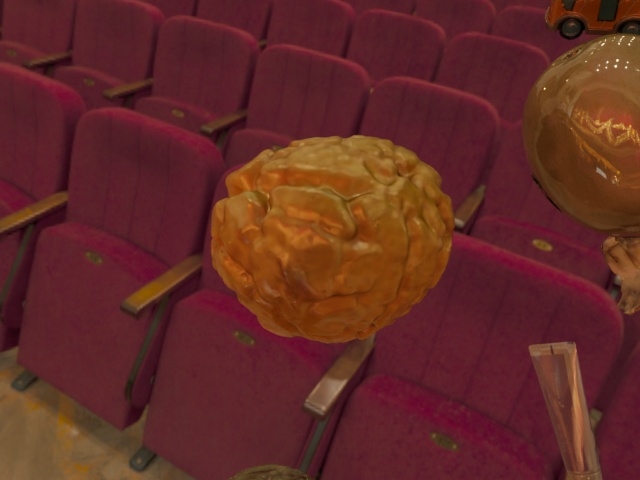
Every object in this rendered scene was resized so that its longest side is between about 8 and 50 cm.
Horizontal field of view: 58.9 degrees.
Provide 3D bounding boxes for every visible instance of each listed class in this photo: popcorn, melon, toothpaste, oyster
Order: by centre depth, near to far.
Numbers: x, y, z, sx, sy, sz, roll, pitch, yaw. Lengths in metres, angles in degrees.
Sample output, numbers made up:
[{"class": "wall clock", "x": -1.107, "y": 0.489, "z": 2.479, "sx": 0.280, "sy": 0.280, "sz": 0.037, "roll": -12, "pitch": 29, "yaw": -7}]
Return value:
[{"class": "melon", "x": 0.466, "y": -0.149, "z": 0.889, "sx": 0.269, "sy": 0.330, "sz": 0.268, "roll": -33, "pitch": 17, "yaw": 11}, {"class": "popcorn", "x": 0.020, "y": 0.004, "z": 0.929, "sx": 0.391, "sy": 0.343, "sz": 0.354, "roll": 0, "pitch": 11, "yaw": 14}, {"class": "toothpaste", "x": 0.622, "y": 0.440, "z": 1.418, "sx": 0.080, "sy": 0.370, "sz": 0.125, "roll": -9, "pitch": -8, "yaw": -42}, {"class": "oyster", "x": 0.801, "y": 0.058, "z": 1.419, "sx": 0.101, "sy": 0.274, "sz": 0.271, "roll": -18, "pitch": 12, "yaw": -9}]

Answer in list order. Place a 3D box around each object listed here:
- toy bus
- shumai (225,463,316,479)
[{"class": "toy bus", "x": 0.534, "y": -0.461, "z": 1.055, "sx": 0.210, "sy": 0.136, "sz": 0.126, "roll": 12, "pitch": 52, "yaw": 24}, {"class": "shumai", "x": -0.103, "y": 0.562, "z": 0.917, "sx": 0.325, "sy": 0.323, "sz": 0.397, "roll": 2, "pitch": 63, "yaw": 4}]
